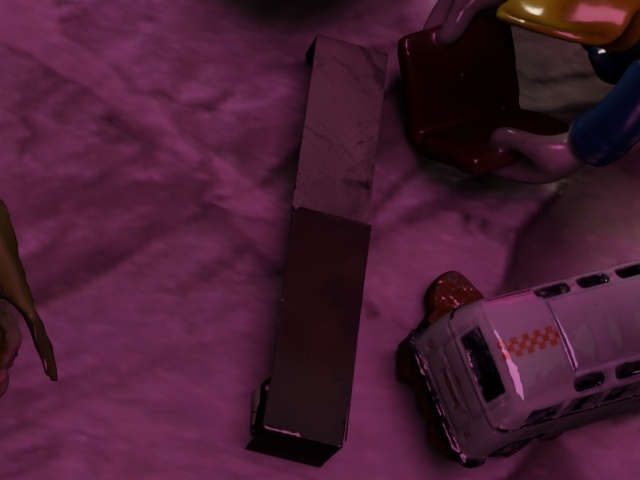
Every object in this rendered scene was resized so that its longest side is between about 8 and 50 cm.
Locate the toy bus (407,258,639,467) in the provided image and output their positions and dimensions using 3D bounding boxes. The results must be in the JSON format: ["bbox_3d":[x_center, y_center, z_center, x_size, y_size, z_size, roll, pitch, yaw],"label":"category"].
[{"bbox_3d":[0.153,0.059,0.974,0.193,0.089,0.087,-12,71,-28],"label":"toy bus"}]

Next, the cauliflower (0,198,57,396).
[{"bbox_3d":[-0.277,0.039,0.806,0.315,0.239,0.256,9,44,20],"label":"cauliflower"}]

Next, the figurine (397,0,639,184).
[{"bbox_3d":[0.170,-0.147,1.011,0.283,0.338,0.205,-16,62,10],"label":"figurine"}]

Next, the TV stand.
[{"bbox_3d":[0.000,0.000,0.993,0.049,0.040,0.257,14,63,-13],"label":"TV stand"}]

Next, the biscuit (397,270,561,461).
[{"bbox_3d":[0.106,0.080,1.009,0.129,0.019,0.119,12,62,-16],"label":"biscuit"}]
